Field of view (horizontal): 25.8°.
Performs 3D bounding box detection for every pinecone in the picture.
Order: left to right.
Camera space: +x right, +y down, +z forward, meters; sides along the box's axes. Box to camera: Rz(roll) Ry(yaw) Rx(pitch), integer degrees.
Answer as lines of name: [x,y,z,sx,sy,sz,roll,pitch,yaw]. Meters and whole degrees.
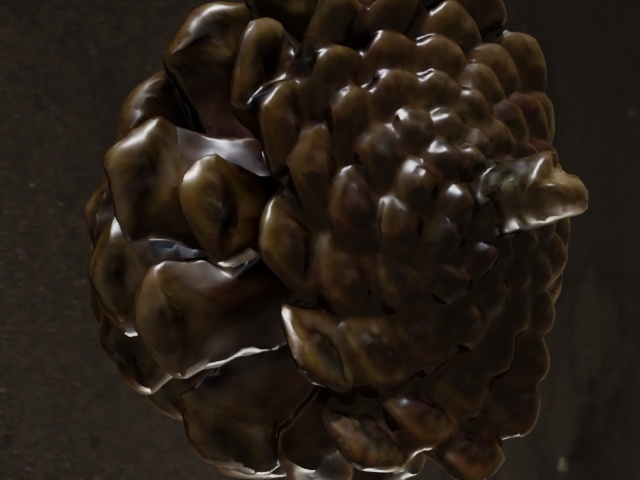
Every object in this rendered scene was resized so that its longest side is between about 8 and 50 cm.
pinecone: [0.002,0.001,0.503,0.168,0.212,0.186,31,66,-5]
